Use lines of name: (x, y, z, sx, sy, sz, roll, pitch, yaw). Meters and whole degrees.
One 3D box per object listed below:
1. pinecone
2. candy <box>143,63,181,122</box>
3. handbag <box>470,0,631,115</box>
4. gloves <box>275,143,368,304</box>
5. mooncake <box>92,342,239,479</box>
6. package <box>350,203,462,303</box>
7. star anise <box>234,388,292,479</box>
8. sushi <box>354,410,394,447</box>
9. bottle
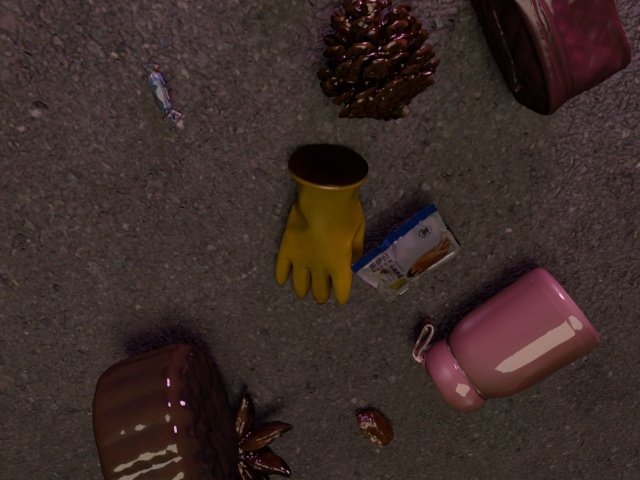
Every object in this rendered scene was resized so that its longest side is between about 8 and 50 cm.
pinecone: (0.071, -0.239, 0.654, 0.173, 0.174, 0.174, -4, 121, -6)
candy: (-0.221, -0.206, 0.702, 0.030, 0.020, 0.083, -13, 120, -1)
handbag: (0.292, -0.286, 0.658, 0.135, 0.146, 0.225, -34, 122, 8)
gloves: (-0.001, 0.000, 0.826, 0.133, 0.116, 0.294, 17, 130, 13)
mooncake: (-0.252, 0.328, 0.865, 0.161, 0.290, 0.290, -19, 121, 0)
package: (0.152, 0.029, 0.861, 0.171, 0.027, 0.173, -38, 141, 10)
star anise: (-0.172, 0.424, 1.051, 0.271, 0.102, 0.272, 1, 97, 8)
sushi: (0.119, 0.418, 1.106, 0.060, 0.061, 0.118, -34, 100, 21)
bottle: (0.332, 0.184, 0.941, 0.297, 0.173, 0.206, -38, 87, 17)
